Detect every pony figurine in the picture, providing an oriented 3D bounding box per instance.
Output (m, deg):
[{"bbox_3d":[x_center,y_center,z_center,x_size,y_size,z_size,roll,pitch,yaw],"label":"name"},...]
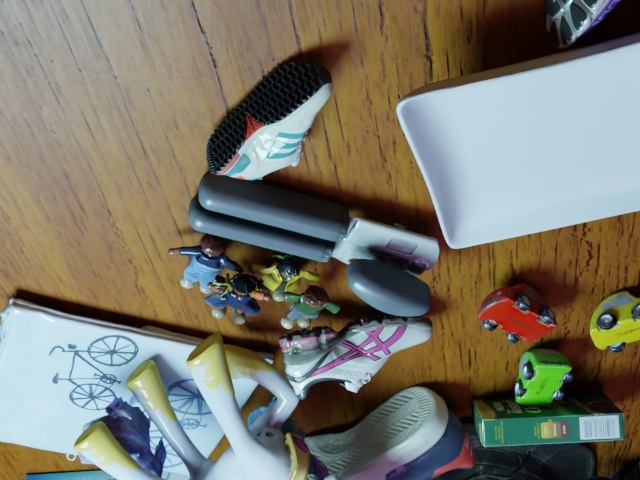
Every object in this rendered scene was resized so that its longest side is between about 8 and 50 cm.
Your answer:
[{"bbox_3d":[-0.119,0.315,1.210,0.351,0.303,0.363,-37,107,13],"label":"pony figurine"}]

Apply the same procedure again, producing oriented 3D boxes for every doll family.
[{"bbox_3d":[-0.073,0.044,1.090,0.193,0.076,0.111,4,159,-14],"label":"doll family"}]

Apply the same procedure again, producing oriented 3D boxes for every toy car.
[{"bbox_3d":[0.289,0.128,1.222,0.239,0.053,0.225,5,139,-7],"label":"toy car"}]

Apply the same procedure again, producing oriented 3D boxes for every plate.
[{"bbox_3d":[0.231,-0.097,0.935,0.277,0.045,0.278,-12,149,13],"label":"plate"}]

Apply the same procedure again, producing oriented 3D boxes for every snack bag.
[{"bbox_3d":[-0.273,0.204,1.300,0.342,0.037,0.323,14,136,-19],"label":"snack bag"}]

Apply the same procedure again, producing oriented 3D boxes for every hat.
[{"bbox_3d":[0.262,0.398,1.474,0.331,0.134,0.331,-1,138,-1],"label":"hat"}]

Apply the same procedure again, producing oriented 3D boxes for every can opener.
[{"bbox_3d":[0.000,0.000,1.040,0.280,0.093,0.074,18,136,-15],"label":"can opener"}]

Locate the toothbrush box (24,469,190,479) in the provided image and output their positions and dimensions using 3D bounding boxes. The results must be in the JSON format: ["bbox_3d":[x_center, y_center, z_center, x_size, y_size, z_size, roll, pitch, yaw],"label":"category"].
[{"bbox_3d":[-0.292,0.456,1.523,0.295,0.126,0.216,-4,138,3],"label":"toothbrush box"}]

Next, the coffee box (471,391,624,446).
[{"bbox_3d":[0.298,0.236,1.309,0.184,0.113,0.040,-4,95,3],"label":"coffee box"}]

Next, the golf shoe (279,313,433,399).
[{"bbox_3d":[0.047,0.134,1.173,0.186,0.086,0.067,-12,179,-8],"label":"golf shoe"}]

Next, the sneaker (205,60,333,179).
[{"bbox_3d":[-0.035,-0.109,0.941,0.075,0.057,0.161,16,138,-44],"label":"sneaker"}]

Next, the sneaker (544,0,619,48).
[{"bbox_3d":[0.249,-0.220,0.809,0.071,0.068,0.170,7,143,-29],"label":"sneaker"}]

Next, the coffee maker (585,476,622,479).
[{"bbox_3d":[0.436,0.443,1.477,0.171,0.120,0.178,-17,134,22],"label":"coffee maker"}]

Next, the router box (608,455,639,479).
[{"bbox_3d":[0.559,0.371,1.519,0.179,0.046,0.133,16,137,-19],"label":"router box"}]

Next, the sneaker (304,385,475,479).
[{"bbox_3d":[0.061,0.338,1.389,0.350,0.131,0.148,-30,123,28],"label":"sneaker"}]
